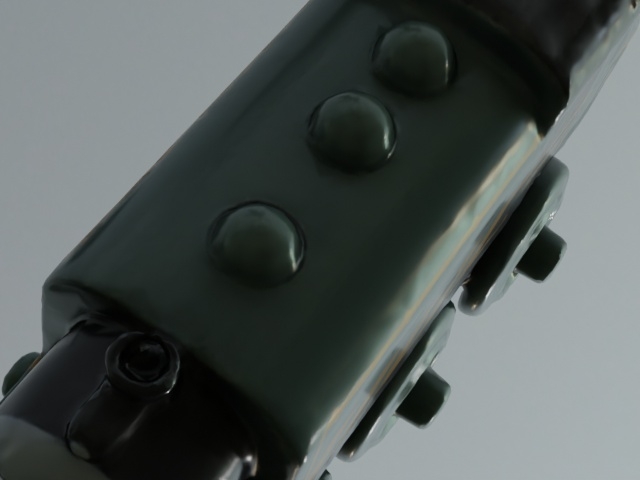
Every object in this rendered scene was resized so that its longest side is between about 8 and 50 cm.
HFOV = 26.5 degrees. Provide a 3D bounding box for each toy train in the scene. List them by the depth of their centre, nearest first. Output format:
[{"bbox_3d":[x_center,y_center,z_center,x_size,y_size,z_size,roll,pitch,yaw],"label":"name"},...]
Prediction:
[{"bbox_3d":[0.000,0.000,0.490,0.142,0.334,0.190,35,-30,11],"label":"toy train"}]
